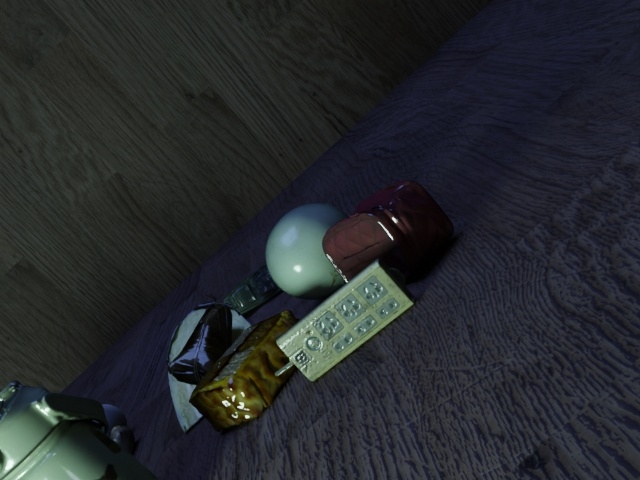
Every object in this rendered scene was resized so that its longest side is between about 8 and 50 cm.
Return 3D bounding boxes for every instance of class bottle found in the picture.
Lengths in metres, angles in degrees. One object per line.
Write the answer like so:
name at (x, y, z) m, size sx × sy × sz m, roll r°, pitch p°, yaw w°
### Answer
bottle at (-0.410, 0.367, 1.520) m, size 0.229 × 0.352 × 0.229 m, roll -42°, pitch 9°, yaw 8°

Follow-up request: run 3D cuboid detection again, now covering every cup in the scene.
cup at (-0.510, 0.471, 2.256) m, size 0.099 × 0.136 × 0.133 m, roll -7°, pitch 16°, yaw 4°

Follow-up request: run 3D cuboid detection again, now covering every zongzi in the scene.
zongzi at (-0.183, 0.209, 1.897) m, size 0.184 × 0.084 × 0.187 m, roll 9°, pitch 59°, yaw 34°

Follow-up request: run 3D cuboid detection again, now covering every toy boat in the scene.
toy boat at (-0.147, 0.111, 2.338) m, size 0.260 × 0.078 × 0.085 m, roll -36°, pitch -5°, yaw 39°

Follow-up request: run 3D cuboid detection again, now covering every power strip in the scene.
power strip at (0.026, 0.137, 1.536) m, size 0.268 × 0.092 × 0.034 m, roll -39°, pitch 8°, yaw 16°

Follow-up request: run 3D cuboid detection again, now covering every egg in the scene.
egg at (-0.010, 0.017, 1.918) m, size 0.183 × 0.183 × 0.264 m, roll -38°, pitch 4°, yaw 23°

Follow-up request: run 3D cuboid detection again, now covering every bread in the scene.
bread at (-0.123, 0.230, 1.727) m, size 0.181 × 0.096 × 0.222 m, roll -26°, pitch 19°, yaw 50°

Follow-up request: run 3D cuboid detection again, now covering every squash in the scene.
squash at (-0.239, 0.237, 1.979) m, size 0.237 × 0.155 × 0.204 m, roll -41°, pitch 9°, yaw -4°

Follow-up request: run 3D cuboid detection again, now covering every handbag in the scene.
handbag at (0.109, -0.002, 1.660) m, size 0.135 × 0.146 × 0.225 m, roll -42°, pitch 8°, yaw -30°

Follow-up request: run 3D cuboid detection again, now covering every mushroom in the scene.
mushroom at (-0.436, 0.456, 2.078) m, size 0.054 × 0.059 × 0.202 m, roll -45°, pitch 11°, yaw 5°

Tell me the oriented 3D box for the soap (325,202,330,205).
soap at (-0.014, -0.027, 2.471) m, size 0.149 × 0.056 × 0.100 m, roll -49°, pitch 14°, yaw -29°
